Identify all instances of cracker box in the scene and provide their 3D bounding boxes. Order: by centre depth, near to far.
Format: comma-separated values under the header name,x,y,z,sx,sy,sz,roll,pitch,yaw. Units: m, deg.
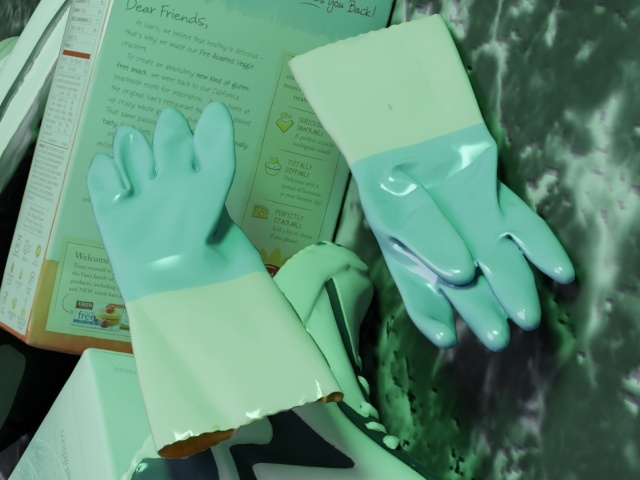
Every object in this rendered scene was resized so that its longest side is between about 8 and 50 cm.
name,x,y,z,sx,sy,sz,roll,pitch,yaw
cracker box,-0.065,-0.048,1.003,0.067,0.156,0.232,20,95,62

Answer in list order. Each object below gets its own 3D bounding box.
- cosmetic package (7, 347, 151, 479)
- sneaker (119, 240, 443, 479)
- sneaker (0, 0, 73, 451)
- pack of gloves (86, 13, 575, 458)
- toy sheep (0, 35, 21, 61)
name,x,y,z,sx,sy,sz,roll,pitch,yaw
cosmetic package,-0.089,0.216,0.956,0.224,0.138,0.224,-57,34,34
sneaker,0.010,0.104,0.884,0.094,0.153,0.235,-57,-4,31
sneaker,-0.238,-0.074,1.215,0.257,0.169,0.447,47,127,21
pack of gloves,0.000,0.000,0.882,0.232,0.195,0.046,-112,7,-47
toy sheep,-0.212,-0.103,1.363,0.132,0.091,0.091,-8,71,43
